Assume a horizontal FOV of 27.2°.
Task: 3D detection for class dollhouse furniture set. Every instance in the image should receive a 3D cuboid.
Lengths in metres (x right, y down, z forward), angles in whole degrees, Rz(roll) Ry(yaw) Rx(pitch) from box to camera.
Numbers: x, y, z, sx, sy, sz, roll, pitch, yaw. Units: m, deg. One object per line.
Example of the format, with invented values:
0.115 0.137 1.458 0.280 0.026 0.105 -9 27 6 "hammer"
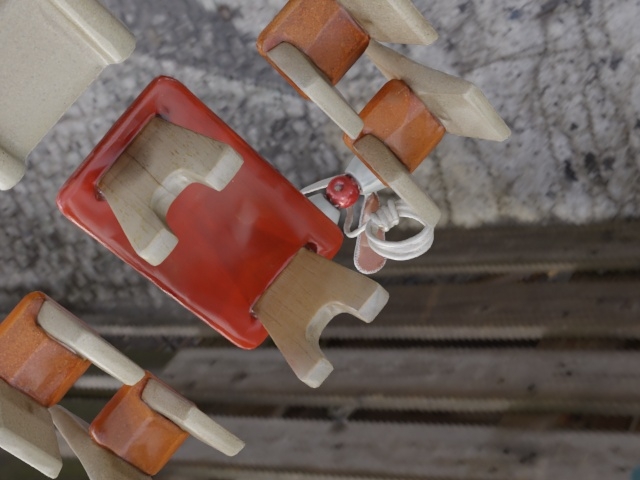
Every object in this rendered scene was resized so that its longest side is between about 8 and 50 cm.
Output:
-0.084 -0.036 0.617 0.259 0.262 0.135 43 176 -40 "dollhouse furniture set"

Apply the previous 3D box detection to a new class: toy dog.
0.000 0.000 1.830 0.333 0.220 0.161 -21 151 3 "toy dog"
